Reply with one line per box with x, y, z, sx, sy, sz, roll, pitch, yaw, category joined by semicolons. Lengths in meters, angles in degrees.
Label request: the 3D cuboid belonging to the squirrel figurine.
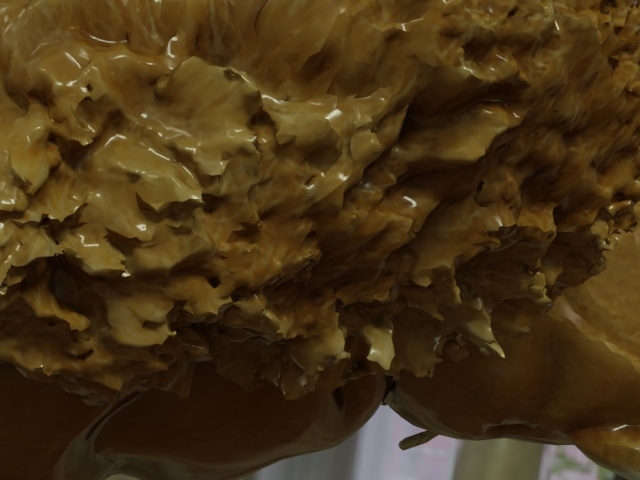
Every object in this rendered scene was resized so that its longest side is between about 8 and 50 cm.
0.000;0.000;0.672;0.370;0.281;0.397;10;-15;-10;squirrel figurine
